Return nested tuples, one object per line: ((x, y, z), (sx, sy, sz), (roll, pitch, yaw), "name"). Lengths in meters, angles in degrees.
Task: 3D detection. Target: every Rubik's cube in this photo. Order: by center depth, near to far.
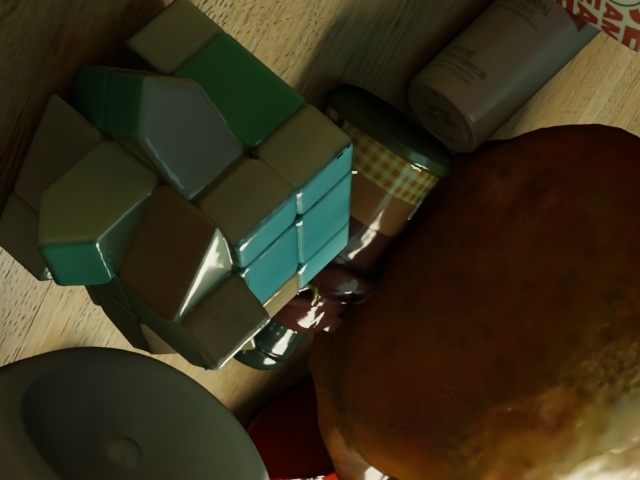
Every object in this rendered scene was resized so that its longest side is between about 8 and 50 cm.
((-0.103, -0.022, 1.221), (0.213, 0.224, 0.265), (-42, 161, -18), "Rubik's cube")

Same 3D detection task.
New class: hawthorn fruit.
((0.197, 0.106, 1.701), (0.472, 0.472, 0.472), (-41, 155, -25), "hawthorn fruit")

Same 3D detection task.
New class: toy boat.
((-0.010, 0.252, 1.870), (0.332, 0.145, 0.133), (-27, 140, -51), "toy boat")

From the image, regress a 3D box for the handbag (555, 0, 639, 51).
((0.261, -0.281, 1.420), (0.151, 0.298, 0.171), (-42, 154, -23), "handbag")

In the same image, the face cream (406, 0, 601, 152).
((0.235, -0.232, 1.696), (0.345, 0.102, 0.102), (-45, 156, -19), "face cream")

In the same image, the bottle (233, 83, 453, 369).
((0.000, 0.000, 1.540), (0.271, 0.143, 0.156), (-55, 157, 10), "bottle")

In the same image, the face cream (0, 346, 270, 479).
((-0.206, 0.246, 1.327), (0.357, 0.312, 0.219), (124, -18, -45), "face cream")
